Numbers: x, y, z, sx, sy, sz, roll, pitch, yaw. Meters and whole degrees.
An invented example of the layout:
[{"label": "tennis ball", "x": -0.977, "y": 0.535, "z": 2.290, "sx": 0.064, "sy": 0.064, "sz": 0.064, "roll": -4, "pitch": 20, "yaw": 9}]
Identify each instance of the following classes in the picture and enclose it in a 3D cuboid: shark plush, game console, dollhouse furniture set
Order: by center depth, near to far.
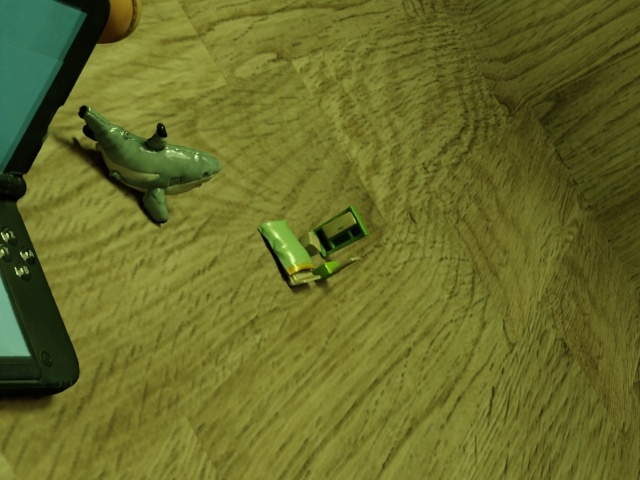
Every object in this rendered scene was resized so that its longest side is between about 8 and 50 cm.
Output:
[{"label": "game console", "x": -0.228, "y": -0.044, "z": 0.984, "sx": 0.293, "sy": 0.173, "sz": 0.250, "roll": 9, "pitch": 53, "yaw": -64}, {"label": "shark plush", "x": -0.160, "y": -0.088, "z": 1.359, "sx": 0.161, "sy": 0.067, "sz": 0.073, "roll": 43, "pitch": 26, "yaw": -40}, {"label": "dollhouse furniture set", "x": 0.000, "y": 0.000, "z": 1.635, "sx": 0.076, "sy": 0.058, "sz": 0.152, "roll": 62, "pitch": 20, "yaw": 6}]

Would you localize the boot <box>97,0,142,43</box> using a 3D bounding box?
[{"label": "boot", "x": -0.268, "y": -0.226, "z": 1.226, "sx": 0.283, "sy": 0.109, "sz": 0.220, "roll": 48, "pitch": 22, "yaw": -25}]
